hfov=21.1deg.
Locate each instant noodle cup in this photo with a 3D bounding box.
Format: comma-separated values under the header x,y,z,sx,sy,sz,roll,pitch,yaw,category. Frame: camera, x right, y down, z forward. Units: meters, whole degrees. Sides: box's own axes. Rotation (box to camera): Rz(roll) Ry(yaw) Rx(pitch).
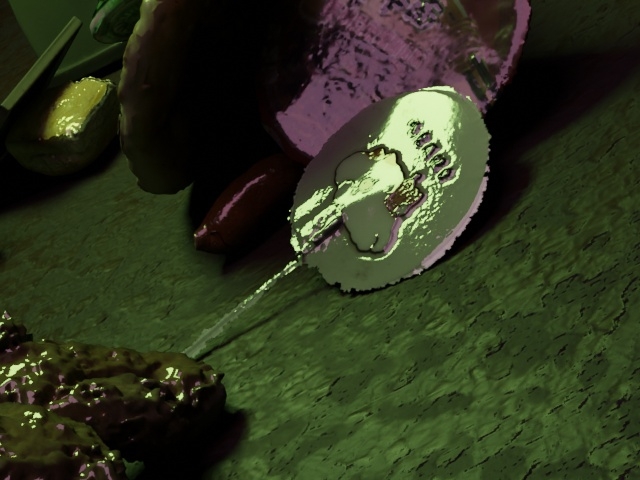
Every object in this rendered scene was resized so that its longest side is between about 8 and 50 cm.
x,y,z,sx,sy,sz,roll,pitch,yaw,category
0.076,-0.166,1.483,0.274,0.091,0.274,-11,67,29,instant noodle cup

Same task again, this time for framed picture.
x,y,z,sx,sy,sz,roll,pitch,yaw,category
-0.366,-0.135,2.018,0.250,0.016,0.184,-51,7,45,framed picture

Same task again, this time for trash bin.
x,y,z,sx,sy,sz,roll,pitch,yaw,category
-0.320,-0.367,2.242,0.220,0.250,0.219,-21,21,28,trash bin

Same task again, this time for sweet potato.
x,y,z,sx,sy,sz,roll,pitch,yaw,category
-0.037,-0.052,1.532,0.195,0.056,0.056,-39,24,-18,sweet potato

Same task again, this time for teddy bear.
x,y,z,sx,sy,sz,roll,pitch,yaw,category
-0.205,0.166,1.221,0.267,0.156,0.256,-28,26,11,teddy bear

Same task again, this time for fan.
x,y,z,sx,sy,sz,roll,pitch,yaw,category
0.000,0.000,1.377,0.329,0.009,0.190,-39,44,10,fan

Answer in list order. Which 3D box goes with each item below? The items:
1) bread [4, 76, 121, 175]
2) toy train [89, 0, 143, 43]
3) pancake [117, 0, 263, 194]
x,y,z,sx,sy,sz,roll,pitch,yaw,category
-0.287,-0.123,1.956,0.125,0.082,0.106,-5,47,32,bread
-0.161,-0.331,1.943,0.249,0.173,0.307,-36,-18,11,toy train
-0.076,-0.206,1.608,0.387,0.082,0.387,-56,-14,-22,pancake
